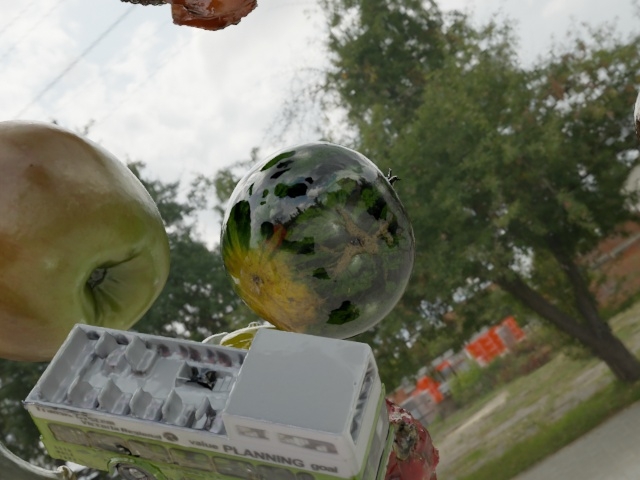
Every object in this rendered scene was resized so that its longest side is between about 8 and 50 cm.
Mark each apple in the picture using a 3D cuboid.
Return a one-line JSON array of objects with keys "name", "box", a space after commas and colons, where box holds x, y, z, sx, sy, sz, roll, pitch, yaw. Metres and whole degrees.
[{"name": "apple", "box": [-0.382, 0.017, 1.062, 0.338, 0.305, 0.338, -56, -13, -21]}]

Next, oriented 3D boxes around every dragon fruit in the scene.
[{"name": "dragon fruit", "box": [0.075, 0.258, 0.898, 0.153, 0.153, 0.111, -30, -14, -17]}]

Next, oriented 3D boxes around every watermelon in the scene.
[{"name": "watermelon", "box": [-0.004, 0.003, 1.028, 0.269, 0.269, 0.269, -32, -14, -9]}]

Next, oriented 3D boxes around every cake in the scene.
[{"name": "cake", "box": [-0.143, -0.433, 1.188, 0.135, 0.287, 0.098, 3, -34, 15]}]

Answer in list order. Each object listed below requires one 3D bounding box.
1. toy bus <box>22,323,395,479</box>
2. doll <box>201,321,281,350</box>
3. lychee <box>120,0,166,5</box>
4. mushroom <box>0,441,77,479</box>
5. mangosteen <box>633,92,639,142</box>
[{"name": "toy bus", "box": [-0.094, 0.145, 0.643, 0.113, 0.302, 0.139, -68, -22, -44]}, {"name": "doll", "box": [-0.072, 0.190, 1.179, 0.252, 0.111, 0.237, -21, -36, 25]}, {"name": "lychee", "box": [-0.309, -0.532, 1.328, 0.261, 0.260, 0.260, -32, -14, -9]}, {"name": "mushroom", "box": [-0.382, 0.226, 0.812, 0.103, 0.270, 0.118, -33, 17, 39]}, {"name": "mangosteen", "box": [0.543, -0.231, 0.898, 0.435, 0.382, 0.382, -45, -15, 6]}]
